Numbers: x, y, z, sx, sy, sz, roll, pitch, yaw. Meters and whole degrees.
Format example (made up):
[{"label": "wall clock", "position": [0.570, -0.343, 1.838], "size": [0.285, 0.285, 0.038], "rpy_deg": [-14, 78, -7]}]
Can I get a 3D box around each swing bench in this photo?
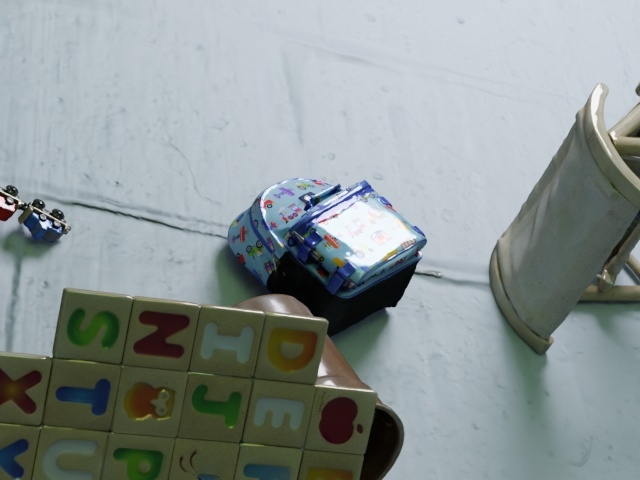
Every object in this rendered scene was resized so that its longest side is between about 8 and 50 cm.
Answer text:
[{"label": "swing bench", "position": [0.323, -0.041, 1.856], "size": [0.254, 0.253, 0.165], "rpy_deg": [-16, 58, -38]}]

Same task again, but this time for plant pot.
[{"label": "plant pot", "position": [-0.032, 0.149, 1.571], "size": [0.167, 0.167, 0.165], "rpy_deg": [-4, 43, -30]}]

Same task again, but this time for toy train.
[{"label": "toy train", "position": [-0.312, -0.038, 1.659], "size": [0.158, 0.027, 0.036], "rpy_deg": [28, 36, -27]}]

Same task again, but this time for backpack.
[{"label": "backpack", "position": [0.000, 0.000, 1.752], "size": [0.158, 0.117, 0.173], "rpy_deg": [-24, 61, -42]}]

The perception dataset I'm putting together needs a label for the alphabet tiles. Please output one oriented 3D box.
[{"label": "alphabet tiles", "position": [-0.125, 0.190, 1.418], "size": [0.342, 0.285, 0.011], "rpy_deg": [8, 9, -21]}]
